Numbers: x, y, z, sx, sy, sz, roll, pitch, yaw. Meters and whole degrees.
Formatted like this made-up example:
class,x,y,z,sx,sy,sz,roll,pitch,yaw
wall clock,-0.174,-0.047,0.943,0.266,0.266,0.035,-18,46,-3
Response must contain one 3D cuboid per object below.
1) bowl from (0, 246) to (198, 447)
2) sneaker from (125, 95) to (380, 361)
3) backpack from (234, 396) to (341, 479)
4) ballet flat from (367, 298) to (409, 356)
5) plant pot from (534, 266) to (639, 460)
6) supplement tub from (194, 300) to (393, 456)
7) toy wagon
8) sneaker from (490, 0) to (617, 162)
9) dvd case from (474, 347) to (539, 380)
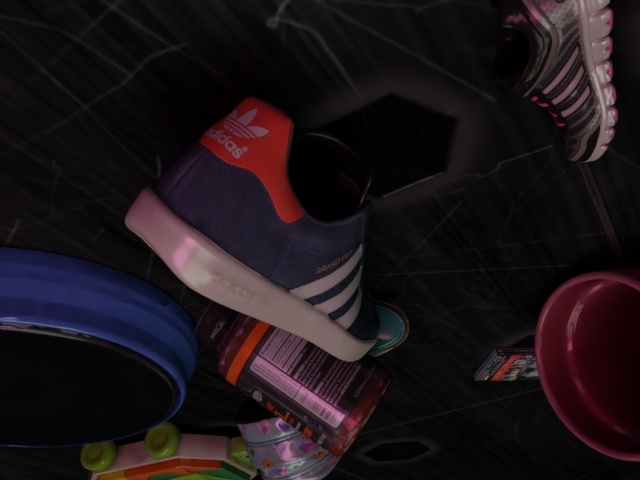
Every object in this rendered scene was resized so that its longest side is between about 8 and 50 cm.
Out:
class,x,y,z,sx,sy,sz,roll,pitch,yaw
bowl,-0.339,0.146,0.761,0.391,0.077,0.391,-4,145,-2
sneaker,0.000,0.000,0.565,0.148,0.131,0.350,-53,153,0
backpack,-0.020,0.211,0.804,0.152,0.115,0.182,-26,-179,22
ballet flat,0.000,0.107,0.771,0.206,0.073,0.067,-7,173,8
plant pot,0.375,0.125,0.734,0.180,0.201,0.201,-4,149,-29
supplement tub,-0.032,0.126,0.687,0.198,0.106,0.106,33,144,9
toy wagon,-0.217,0.378,1.118,0.344,0.068,0.267,-16,144,15
sneaker,0.157,-0.116,0.456,0.075,0.063,0.170,-15,139,14
dvd case,0.287,0.175,0.935,0.119,0.013,0.087,2,145,-8
